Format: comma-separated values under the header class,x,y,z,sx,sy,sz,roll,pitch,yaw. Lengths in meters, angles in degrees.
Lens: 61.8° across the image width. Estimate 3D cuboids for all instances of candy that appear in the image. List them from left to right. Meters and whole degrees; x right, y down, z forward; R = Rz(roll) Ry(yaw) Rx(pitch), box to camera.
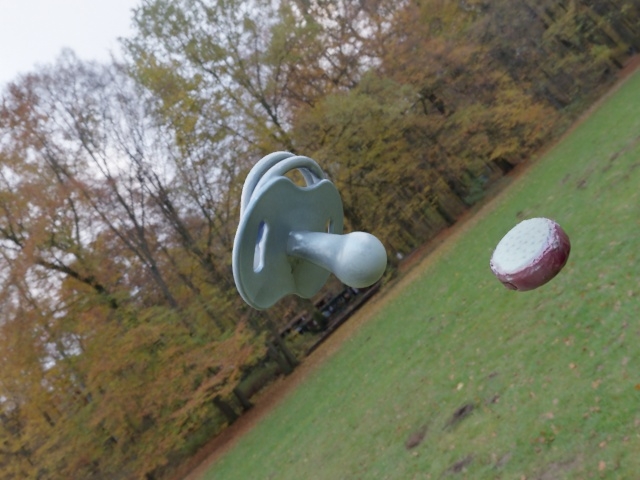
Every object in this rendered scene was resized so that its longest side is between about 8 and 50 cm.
class,x,y,z,sx,sy,sz,roll,pitch,yaw
candy,0.268,0.017,0.685,0.103,0.043,0.103,-45,18,19

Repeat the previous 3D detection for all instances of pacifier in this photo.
class,x,y,z,sx,sy,sz,roll,pitch,yaw
pacifier,0.000,0.000,0.854,0.299,0.232,0.244,-8,-66,-59
